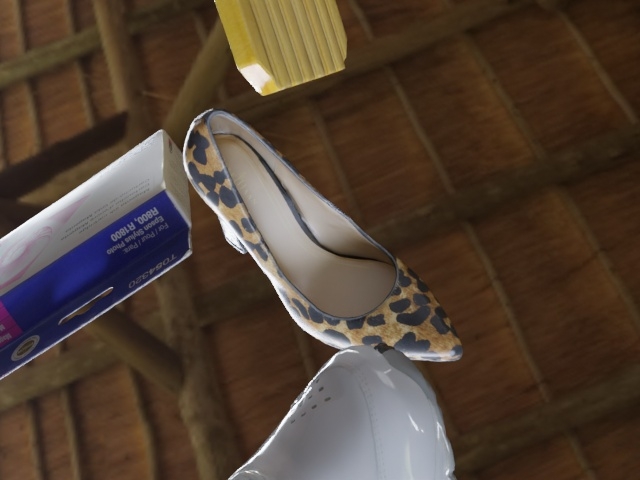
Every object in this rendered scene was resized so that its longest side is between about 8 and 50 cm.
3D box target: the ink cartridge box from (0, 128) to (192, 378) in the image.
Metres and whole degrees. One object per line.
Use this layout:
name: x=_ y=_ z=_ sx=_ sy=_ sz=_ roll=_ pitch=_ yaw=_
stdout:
ink cartridge box: x=-0.322 y=0.010 z=1.357 sx=0.324 sy=0.071 sz=0.330 roll=-33 pitch=-156 yaw=6

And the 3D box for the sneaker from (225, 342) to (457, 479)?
sneaker: x=-0.035 y=0.180 z=0.492 sx=0.111 sy=0.129 sz=0.297 roll=42 pitch=-68 yaw=48

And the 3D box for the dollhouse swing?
dollhouse swing: x=0.017 y=-0.384 z=1.162 sx=0.315 sy=0.347 sz=0.304 roll=-31 pitch=-88 yaw=25

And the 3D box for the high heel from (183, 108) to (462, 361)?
high heel: x=0.000 y=0.000 z=0.811 sx=0.261 sy=0.186 sz=0.093 roll=31 pitch=-112 yaw=23
